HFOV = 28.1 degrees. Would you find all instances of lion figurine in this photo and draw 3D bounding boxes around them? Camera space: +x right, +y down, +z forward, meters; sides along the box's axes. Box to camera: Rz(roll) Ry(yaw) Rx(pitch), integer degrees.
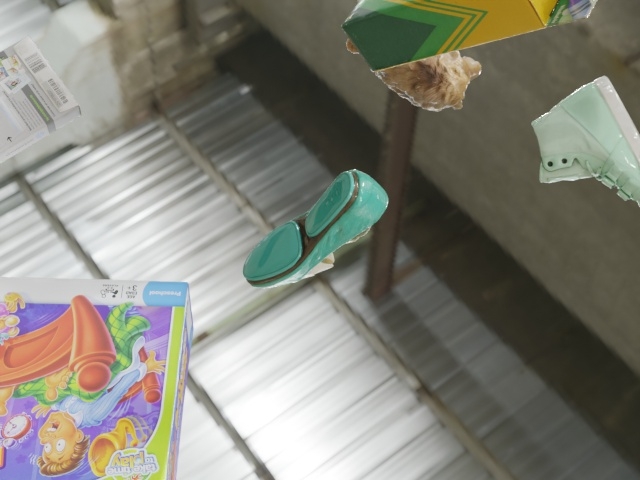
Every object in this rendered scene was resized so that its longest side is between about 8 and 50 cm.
[{"bbox_3d":[0.096,-0.379,1.919,0.392,0.142,0.240,62,-8,-24],"label":"lion figurine"}]

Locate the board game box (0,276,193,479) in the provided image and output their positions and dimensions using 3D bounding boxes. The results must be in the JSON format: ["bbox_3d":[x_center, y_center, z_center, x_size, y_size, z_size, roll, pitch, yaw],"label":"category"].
[{"bbox_3d":[-0.298,0.146,1.148,0.078,0.347,0.233,92,-1,-50],"label":"board game box"}]

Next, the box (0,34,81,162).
[{"bbox_3d":[-0.470,-0.198,1.885,0.145,0.186,0.038,52,-16,15],"label":"box"}]

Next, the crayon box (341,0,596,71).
[{"bbox_3d":[0.200,-0.321,1.523,0.323,0.203,0.083,-7,-50,45],"label":"crayon box"}]

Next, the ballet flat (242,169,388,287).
[{"bbox_3d":[0.000,0.000,1.673,0.247,0.087,0.083,-40,-139,36],"label":"ballet flat"}]

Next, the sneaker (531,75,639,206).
[{"bbox_3d":[0.396,-0.086,1.806,0.256,0.151,0.094,64,15,10],"label":"sneaker"}]
